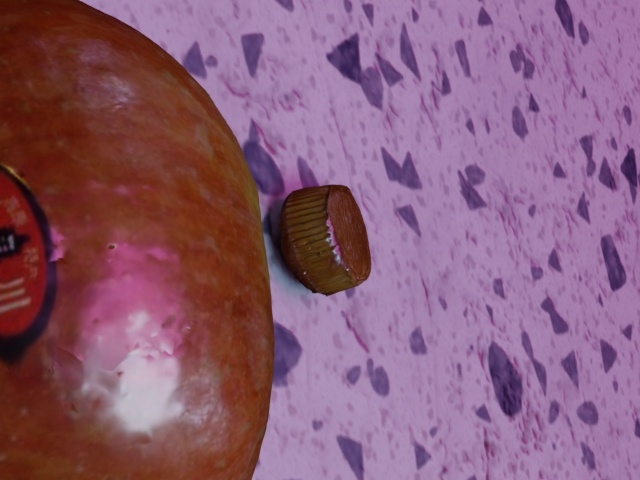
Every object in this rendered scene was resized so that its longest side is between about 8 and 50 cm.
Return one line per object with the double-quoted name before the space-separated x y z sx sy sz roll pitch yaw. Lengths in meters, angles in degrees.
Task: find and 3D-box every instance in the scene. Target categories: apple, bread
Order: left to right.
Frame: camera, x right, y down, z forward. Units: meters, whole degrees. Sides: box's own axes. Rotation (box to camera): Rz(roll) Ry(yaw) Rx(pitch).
"apple" -0.166 0.033 0.823 0.250 0.277 0.309 6 53 -31
"bread" 0.000 0.000 1.259 0.085 0.053 0.085 49 33 -48
